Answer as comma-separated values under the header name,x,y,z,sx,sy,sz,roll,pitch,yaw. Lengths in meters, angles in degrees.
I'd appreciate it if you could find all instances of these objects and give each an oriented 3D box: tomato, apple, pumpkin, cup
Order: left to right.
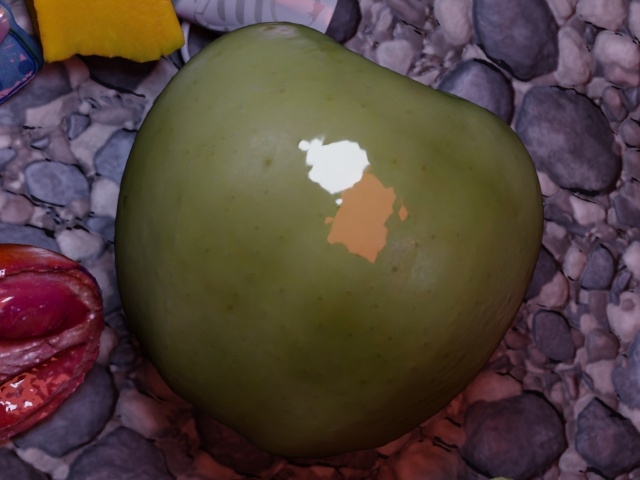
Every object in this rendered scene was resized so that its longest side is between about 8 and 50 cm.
name,x,y,z,sx,sy,sz,roll,pitch,yaw
tomato,-0.276,0.071,1.424,0.173,0.099,0.189,-11,133,-34
pumpkin,-0.208,-0.276,1.440,0.131,0.126,0.248,-15,112,-13
cup,-0.064,-0.204,1.494,0.133,0.099,0.136,21,82,-19
apple,0.000,0.000,1.394,0.357,0.357,0.357,0,90,-20

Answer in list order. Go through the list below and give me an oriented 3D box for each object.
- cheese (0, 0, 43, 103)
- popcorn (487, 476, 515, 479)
name,x,y,z,sx,sy,sz,roll,pitch,yaw
cheese,-0.348,-0.226,1.403,0.189,0.074,0.286,-38,115,-3
popcorn,0.163,0.315,1.534,0.167,0.185,0.187,-45,113,4
